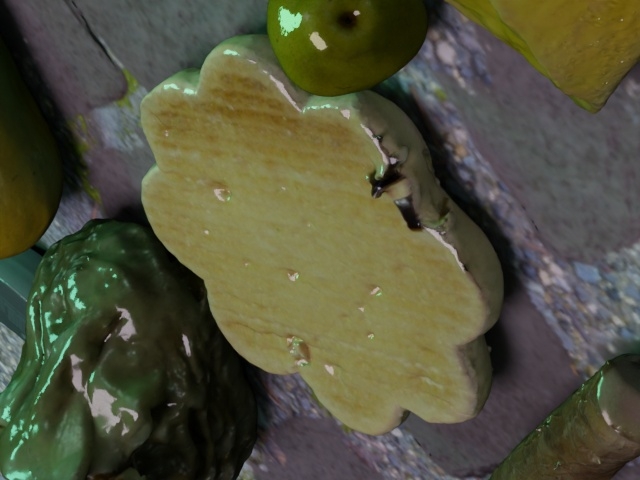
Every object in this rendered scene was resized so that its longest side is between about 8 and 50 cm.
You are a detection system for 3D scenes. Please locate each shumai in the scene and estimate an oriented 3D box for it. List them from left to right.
[{"bbox_3d":[-0.167,0.122,1.502,0.189,0.218,0.255,17,140,32],"label":"shumai"}]

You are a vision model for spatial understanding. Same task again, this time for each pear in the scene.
[{"bbox_3d":[0.012,-0.125,1.131,0.092,0.092,0.097,49,167,-2],"label":"pear"}]

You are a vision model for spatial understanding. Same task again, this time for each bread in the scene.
[{"bbox_3d":[0.000,0.000,1.311,0.316,0.054,0.316,30,143,25],"label":"bread"}]

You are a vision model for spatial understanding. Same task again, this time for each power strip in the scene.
[{"bbox_3d":[-0.251,0.058,1.677,0.216,0.044,0.137,40,151,16],"label":"power strip"}]

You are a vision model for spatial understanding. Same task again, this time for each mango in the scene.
[{"bbox_3d":[-0.275,-0.092,1.499,0.137,0.091,0.237,-8,116,29],"label":"mango"}]

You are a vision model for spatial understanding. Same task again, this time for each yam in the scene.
[{"bbox_3d":[0.151,0.153,1.288,0.066,0.066,0.299,43,148,9],"label":"yam"}]

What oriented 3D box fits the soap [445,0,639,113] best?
[{"bbox_3d":[0.077,-0.236,0.902,0.306,0.115,0.427,40,148,13],"label":"soap"}]
